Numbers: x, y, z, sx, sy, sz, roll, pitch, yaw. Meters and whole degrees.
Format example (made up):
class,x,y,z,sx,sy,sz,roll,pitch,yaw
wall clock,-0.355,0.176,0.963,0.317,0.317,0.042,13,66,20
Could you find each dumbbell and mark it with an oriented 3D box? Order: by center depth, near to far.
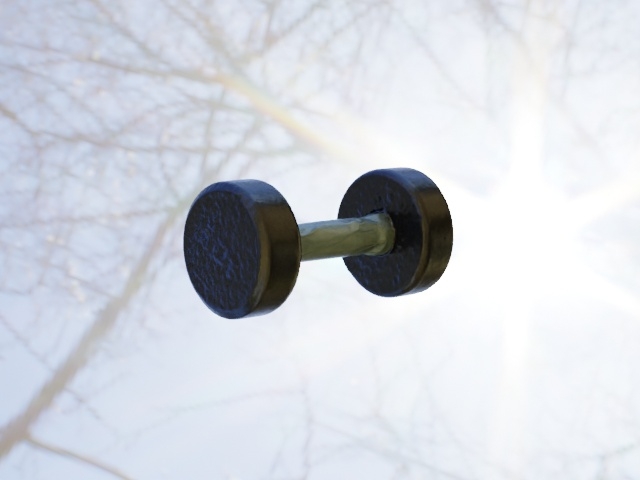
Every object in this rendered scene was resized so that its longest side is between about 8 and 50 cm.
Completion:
class,x,y,z,sx,sy,sz,roll,pitch,yaw
dumbbell,0.000,0.000,1.299,0.191,0.100,0.100,-6,-69,-41
